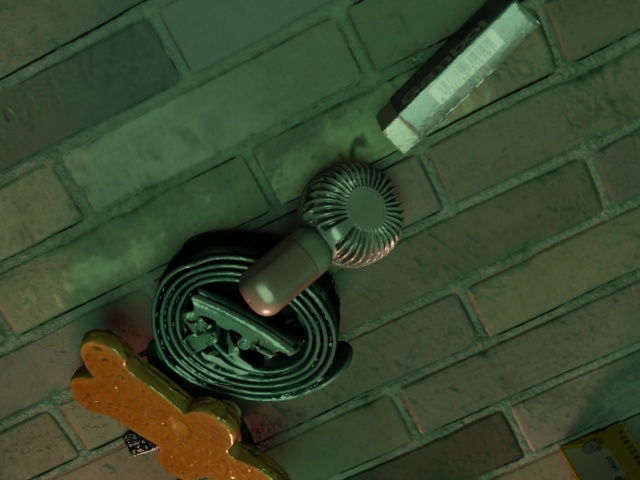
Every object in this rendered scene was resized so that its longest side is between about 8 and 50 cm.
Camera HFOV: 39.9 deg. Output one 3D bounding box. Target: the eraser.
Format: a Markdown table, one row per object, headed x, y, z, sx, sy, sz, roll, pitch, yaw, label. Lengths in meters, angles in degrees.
| x | y | z | sx | sy | sz | roll | pitch | yaw | label |
| --- | --- | --- | --- | --- | --- | --- | --- | --- | --- |
| 0.157 | -0.199 | 1.041 | 0.046 | 0.092 | 0.212 | 42 | 103 | -16 | eraser |

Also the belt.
| x | y | z | sx | sy | sz | roll | pitch | yaw | label |
| --- | --- | --- | --- | --- | --- | --- | --- | --- | --- |
| -0.083 | 0.103 | 1.128 | 0.267 | 0.116 | 0.206 | 18 | 112 | -5 | belt |

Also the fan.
| x | y | z | sx | sy | sz | roll | pitch | yaw | label |
| --- | --- | --- | --- | --- | --- | --- | --- | --- | --- |
| 0.000 | 0.000 | 1.056 | 0.244 | 0.074 | 0.130 | -39 | 98 | -29 | fan |

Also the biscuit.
| x | y | z | sx | sy | sz | roll | pitch | yaw | label |
| --- | --- | --- | --- | --- | --- | --- | --- | --- | --- |
| -0.174 | 0.244 | 1.154 | 0.339 | 0.047 | 0.216 | 33 | 141 | 0 | biscuit |

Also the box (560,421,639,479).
| x | y | z | sx | sy | sz | roll | pitch | yaw | label |
| --- | --- | --- | --- | --- | --- | --- | --- | --- | --- |
| 0.451 | 0.412 | 1.240 | 0.097 | 0.168 | 0.265 | -26 | 111 | 5 | box |

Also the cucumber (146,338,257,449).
| x | y | z | sx | sy | sz | roll | pitch | yaw | label |
| --- | --- | --- | --- | --- | --- | --- | --- | --- | --- |
| -0.158 | 0.230 | 1.206 | 0.056 | 0.056 | 0.250 | -35 | 106 | 10 | cucumber |

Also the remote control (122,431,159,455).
| x | y | z | sx | sy | sz | roll | pitch | yaw | label |
| --- | --- | --- | --- | --- | --- | --- | --- | --- | --- |
| -0.229 | 0.273 | 1.239 | 0.096 | 0.014 | 0.039 | -19 | 108 | 6 | remote control |
